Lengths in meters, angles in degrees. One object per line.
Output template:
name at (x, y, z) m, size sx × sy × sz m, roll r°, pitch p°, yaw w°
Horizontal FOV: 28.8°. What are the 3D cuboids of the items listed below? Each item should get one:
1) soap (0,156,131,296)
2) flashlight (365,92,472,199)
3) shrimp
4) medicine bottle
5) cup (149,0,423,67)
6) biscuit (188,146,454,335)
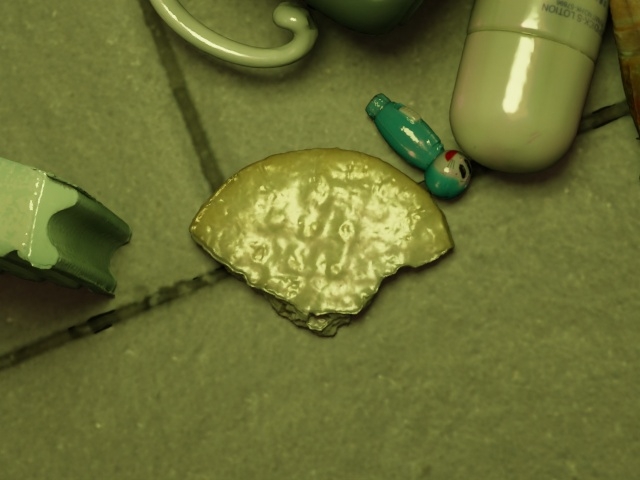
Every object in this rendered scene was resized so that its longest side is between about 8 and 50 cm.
soap at (-0.275, -0.018, 1.146) m, size 0.150 × 0.261 × 0.094 m, roll 12°, pitch 82°, yaw 4°
flashlight at (0.096, -0.093, 1.237) m, size 0.129 × 0.051 × 0.051 m, roll 42°, pitch 88°, yaw 11°
shrimp at (0.352, -0.177, 1.212) m, size 0.169 × 0.058 × 0.296 m, roll -22°, pitch 111°, yaw -30°
medicine bottle at (0.215, -0.231, 1.200) m, size 0.130 × 0.130 × 0.341 m, roll 13°, pitch 86°, yaw 5°
cup at (-0.008, -0.310, 1.148) m, size 0.274 × 0.259 × 0.356 m, roll 36°, pitch 112°, yaw -3°
biscuit at (0.000, 0.000, 1.238) m, size 0.265 × 0.040 × 0.188 m, roll -2°, pitch 82°, yaw 3°
